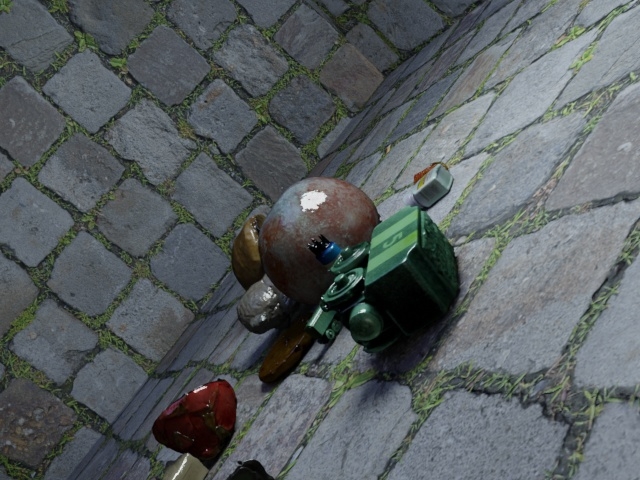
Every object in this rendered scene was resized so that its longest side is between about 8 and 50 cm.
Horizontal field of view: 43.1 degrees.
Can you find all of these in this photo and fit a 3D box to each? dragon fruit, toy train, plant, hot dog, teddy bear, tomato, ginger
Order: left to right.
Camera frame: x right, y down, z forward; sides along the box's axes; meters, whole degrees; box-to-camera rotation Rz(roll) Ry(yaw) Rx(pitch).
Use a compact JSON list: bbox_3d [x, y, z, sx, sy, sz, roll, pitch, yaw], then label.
[{"bbox_3d":[-0.273,0.447,1.917,0.218,0.148,0.224,-15,-30,-48],"label":"dragon fruit"},{"bbox_3d":[-0.118,0.427,1.286,0.131,0.142,0.203,-36,0,-24],"label":"plant"},{"bbox_3d":[-0.187,0.056,2.535,0.223,0.269,0.200,-38,42,18],"label":"ginger"},{"bbox_3d":[-0.104,0.143,2.189,0.267,0.151,0.236,-52,18,-3],"label":"teddy bear"},{"bbox_3d":[0.000,0.000,1.966,0.317,0.282,0.317,-58,2,4],"label":"tomato"},{"bbox_3d":[0.022,0.167,1.811,0.038,0.071,0.148,-34,18,53],"label":"toy train"},{"bbox_3d":[0.134,0.073,1.494,0.238,0.167,0.299,-34,17,21],"label":"toy train"},{"bbox_3d":[0.273,-0.165,2.048,0.062,0.038,0.144,-53,11,-18],"label":"hot dog"}]

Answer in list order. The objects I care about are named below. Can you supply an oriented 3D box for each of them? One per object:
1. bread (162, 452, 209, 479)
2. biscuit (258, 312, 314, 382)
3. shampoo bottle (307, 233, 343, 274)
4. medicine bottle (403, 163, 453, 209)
[{"bbox_3d":[-0.330,0.563,1.827,0.105,0.077,0.152,-35,14,39],"label":"bread"},{"bbox_3d":[-0.077,0.263,1.972,0.212,0.036,0.212,-48,10,11],"label":"biscuit"},{"bbox_3d":[0.050,0.058,1.777,0.050,0.183,0.087,-51,11,-16],"label":"shampoo bottle"},{"bbox_3d":[0.253,-0.118,1.919,0.118,0.055,0.074,-41,14,37],"label":"medicine bottle"}]
